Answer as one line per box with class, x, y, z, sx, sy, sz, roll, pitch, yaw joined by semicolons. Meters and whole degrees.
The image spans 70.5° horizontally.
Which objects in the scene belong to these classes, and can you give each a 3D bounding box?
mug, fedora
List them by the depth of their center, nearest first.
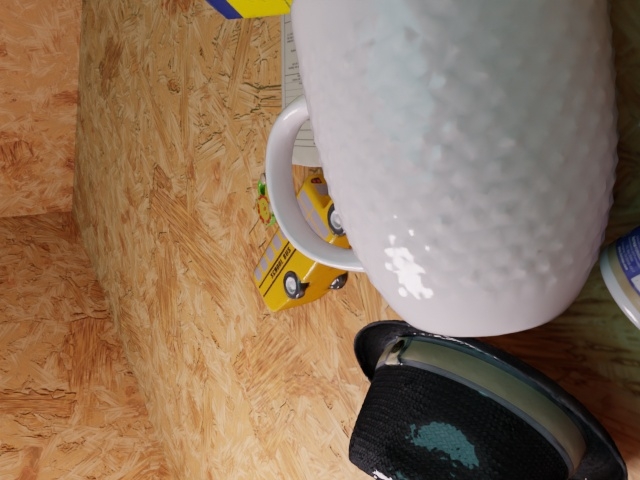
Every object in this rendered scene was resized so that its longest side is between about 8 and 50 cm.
mug;0.097;-0.084;0.480;0.374;0.276;0.328;-7;100;32
fedora;0.142;0.238;0.517;0.334;0.152;0.334;31;153;18

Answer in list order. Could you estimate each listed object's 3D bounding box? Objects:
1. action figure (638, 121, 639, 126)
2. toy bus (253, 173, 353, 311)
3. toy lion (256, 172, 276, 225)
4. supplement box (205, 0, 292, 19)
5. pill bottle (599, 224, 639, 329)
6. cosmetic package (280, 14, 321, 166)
action figure;0.356;-0.128;0.269;0.285;0.185;0.099;-19;111;36
toy bus;0.000;0.000;0.774;0.130;0.108;0.332;60;138;25
toy lion;-0.112;-0.084;0.958;0.096;0.034;0.100;-27;76;58
supplement box;0.036;-0.360;0.436;0.357;0.195;0.194;-2;99;9
pill bottle;0.338;0.002;0.352;0.186;0.112;0.112;-49;60;44
cosmetic package;0.033;-0.257;0.658;0.153;0.129;0.296;17;111;47
